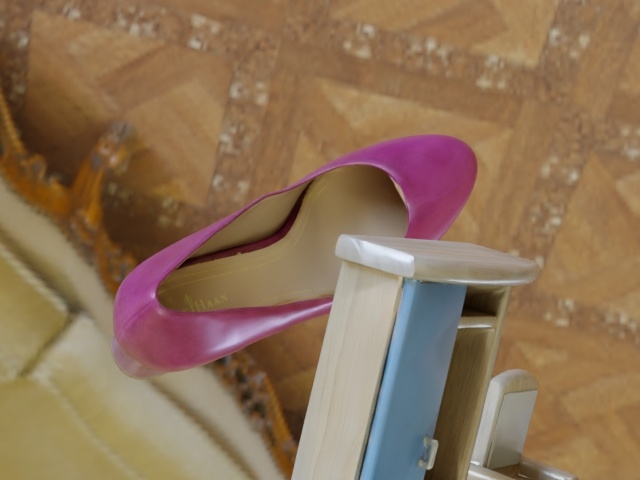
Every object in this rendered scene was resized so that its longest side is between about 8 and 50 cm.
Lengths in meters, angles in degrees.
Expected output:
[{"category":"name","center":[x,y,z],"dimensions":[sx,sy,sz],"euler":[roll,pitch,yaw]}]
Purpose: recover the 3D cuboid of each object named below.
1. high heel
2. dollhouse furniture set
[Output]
[{"category":"high heel","center":[0.000,0.000,1.334],"dimensions":[0.127,0.377,0.181],"euler":[54,159,5]},{"category":"dollhouse furniture set","center":[0.170,0.133,0.797],"dimensions":[0.303,0.286,0.198],"euler":[17,98,32]}]
